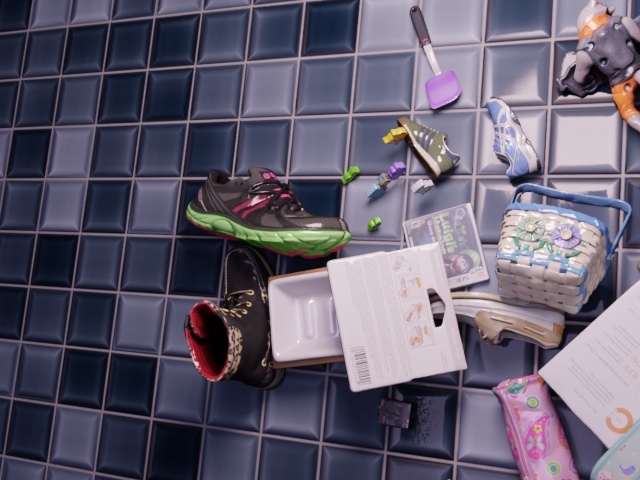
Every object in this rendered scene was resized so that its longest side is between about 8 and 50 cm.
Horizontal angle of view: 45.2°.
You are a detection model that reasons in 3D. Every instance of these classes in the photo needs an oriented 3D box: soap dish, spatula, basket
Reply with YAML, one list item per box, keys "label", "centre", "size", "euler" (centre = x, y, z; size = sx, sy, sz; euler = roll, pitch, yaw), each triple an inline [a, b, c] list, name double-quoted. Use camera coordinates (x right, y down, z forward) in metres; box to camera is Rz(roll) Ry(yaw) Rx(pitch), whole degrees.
- label: "soap dish"
  centre: [0.019, 0.183, 1.867]
  size: [0.290, 0.118, 0.229]
  euler: [-10, 76, 22]
- label: "spatula"
  centre: [0.276, -0.467, 1.928]
  size: [0.084, 0.030, 0.297]
  euler: [-21, 72, 17]
- label: "basket"
  centre: [0.512, -0.002, 1.655]
  size: [0.254, 0.201, 0.289]
  euler: [11, 47, 26]

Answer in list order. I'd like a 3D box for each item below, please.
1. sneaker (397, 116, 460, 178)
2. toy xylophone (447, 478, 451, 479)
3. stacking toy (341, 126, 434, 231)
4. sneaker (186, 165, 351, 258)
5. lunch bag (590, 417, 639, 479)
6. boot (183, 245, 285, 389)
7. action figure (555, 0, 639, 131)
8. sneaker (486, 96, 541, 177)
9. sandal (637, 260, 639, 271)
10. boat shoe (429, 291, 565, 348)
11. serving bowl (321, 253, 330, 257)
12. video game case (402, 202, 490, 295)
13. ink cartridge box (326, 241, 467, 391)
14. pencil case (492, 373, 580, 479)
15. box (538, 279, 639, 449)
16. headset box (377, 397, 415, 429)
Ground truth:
- label: "sneaker"
  centre: [0.268, -0.240, 1.877]
  size: [0.086, 0.064, 0.192]
  euler: [-28, 61, -4]
- label: "toy xylophone"
  centre: [0.232, 0.702, 1.696]
  size: [0.322, 0.081, 0.236]
  euler: [-41, 67, 12]
- label: "stacking toy"
  centre: [0.161, -0.146, 1.887]
  size: [0.221, 0.052, 0.167]
  euler: [-41, 63, 36]
- label: "sneaker"
  centre: [-0.138, -0.083, 1.938]
  size: [0.482, 0.185, 0.202]
  euler: [15, 85, 30]
- label: "lunch bag"
  centre: [0.668, 0.443, 1.458]
  size: [0.224, 0.279, 0.108]
  euler: [-56, 29, 14]
- label: "boot"
  centre: [-0.213, 0.178, 1.875]
  size: [0.138, 0.284, 0.378]
  euler: [-14, 76, 21]
- label: "action figure"
  centre: [0.697, -0.411, 1.661]
  size: [0.341, 0.178, 0.330]
  euler: [-45, 76, 12]
- label: "sneaker"
  centre: [0.432, -0.242, 1.790]
  size: [0.081, 0.080, 0.211]
  euler: [-28, 69, 13]
- label: "sandal"
  centre: [0.738, -0.002, 1.627]
  size: [0.180, 0.072, 0.049]
  euler: [-43, 45, 15]
- label: "boat shoe"
  centre: [0.386, 0.178, 1.713]
  size: [0.302, 0.113, 0.103]
  euler: [2, 75, 23]
- label: "serving bowl"
  centre: [0.000, 0.000, 1.960]
  size: [0.083, 0.027, 0.083]
  euler: [-5, 78, 22]
- label: "video game case"
  centre: [0.296, 0.023, 1.830]
  size: [0.173, 0.022, 0.191]
  euler: [-16, 74, 20]
- label: "ink cartridge box"
  centre: [0.167, 0.171, 1.730]
  size: [0.261, 0.066, 0.297]
  euler: [-10, 79, -1]
- label: "pencil case"
  centre: [0.458, 0.430, 1.628]
  size: [0.124, 0.124, 0.284]
  euler: [-19, 72, 19]
- label: "box"
  centre: [0.649, 0.235, 1.557]
  size: [0.345, 0.168, 0.215]
  euler: [-45, 67, 9]
- label: "headset box"
  centre: [0.174, 0.405, 1.805]
  size: [0.083, 0.032, 0.062]
  euler: [6, 83, 23]
